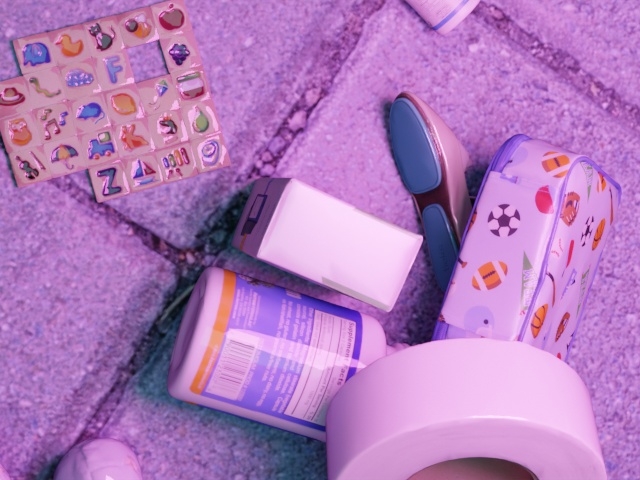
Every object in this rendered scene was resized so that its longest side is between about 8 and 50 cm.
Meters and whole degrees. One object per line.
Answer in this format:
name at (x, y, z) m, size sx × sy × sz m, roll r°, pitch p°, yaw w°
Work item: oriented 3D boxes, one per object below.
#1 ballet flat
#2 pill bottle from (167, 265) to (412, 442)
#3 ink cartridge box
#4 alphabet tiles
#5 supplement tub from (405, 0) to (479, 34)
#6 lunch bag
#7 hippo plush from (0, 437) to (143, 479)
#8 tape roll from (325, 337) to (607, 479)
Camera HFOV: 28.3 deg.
ballet flat at (0.146, -0.058, 1.478) m, size 0.086 × 0.086 × 0.248 m, roll -16°, pitch 96°, yaw -11°
pill bottle at (-0.020, 0.137, 1.402) m, size 0.272 × 0.152 × 0.152 m, roll 18°, pitch 88°, yaw -13°
ink cartridge box at (0.000, 0.000, 1.373) m, size 0.154 × 0.212 × 0.093 m, roll 23°, pitch 90°, yaw -12°
alphabet tiles at (-0.240, -0.147, 1.421) m, size 0.237 × 0.009 × 0.198 m, roll -17°, pitch 95°, yaw -11°
supplement tub at (0.127, -0.296, 1.463) m, size 0.107 × 0.071 × 0.071 m, roll 44°, pitch 83°, yaw -9°
lunch bag at (0.233, 0.047, 1.426) m, size 0.115 × 0.243 × 0.303 m, roll 20°, pitch 89°, yaw 27°
hippo plush at (-0.271, 0.317, 1.310) m, size 0.236 × 0.234 × 0.294 m, roll -9°, pitch 76°, yaw -22°
tape roll at (0.146, 0.224, 1.311) m, size 0.286 × 0.286 × 0.100 m, roll 7°, pitch 47°, yaw -12°
